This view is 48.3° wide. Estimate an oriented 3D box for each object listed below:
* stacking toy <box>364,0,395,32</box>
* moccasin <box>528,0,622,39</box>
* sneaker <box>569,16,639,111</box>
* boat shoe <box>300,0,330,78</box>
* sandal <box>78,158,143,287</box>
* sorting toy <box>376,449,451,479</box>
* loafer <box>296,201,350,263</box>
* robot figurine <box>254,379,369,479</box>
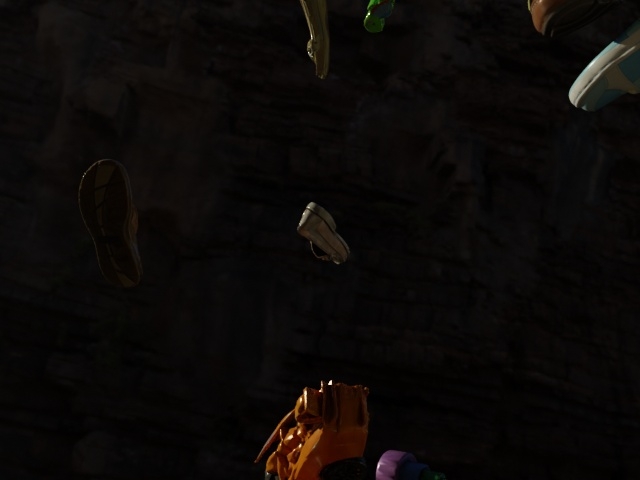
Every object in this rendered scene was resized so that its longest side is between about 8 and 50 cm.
[{"bbox_3d":[0.145,-0.328,0.782,0.052,0.167,0.221,40,-44,-25],"label":"stacking toy"},{"bbox_3d":[0.385,-0.406,1.075,0.139,0.380,0.147,-24,-76,41],"label":"moccasin"},{"bbox_3d":[0.536,-0.242,1.078,0.208,0.127,0.319,53,-30,7],"label":"sneaker"},{"bbox_3d":[-0.009,-0.346,1.197,0.048,0.153,0.056,-4,2,1],"label":"boat shoe"},{"bbox_3d":[-0.262,-0.024,0.920,0.072,0.049,0.180,4,-60,14],"label":"sandal"},{"bbox_3d":[0.094,0.457,0.936,0.126,0.366,0.127,-2,-40,38],"label":"sorting toy"},{"bbox_3d":[0.000,0.000,0.821,0.045,0.039,0.125,34,-13,27],"label":"loafer"},{"bbox_3d":[-0.031,0.272,0.676,0.085,0.211,0.291,14,-50,-21],"label":"robot figurine"}]
